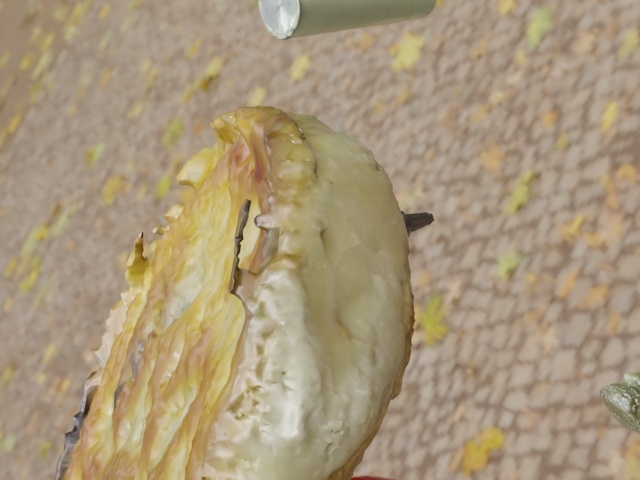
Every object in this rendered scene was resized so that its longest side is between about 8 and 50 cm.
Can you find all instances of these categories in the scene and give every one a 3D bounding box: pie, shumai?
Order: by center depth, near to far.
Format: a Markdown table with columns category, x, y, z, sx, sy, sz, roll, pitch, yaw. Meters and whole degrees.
| category | x | y | z | sx | sy | sz | roll | pitch | yaw |
| --- | --- | --- | --- | --- | --- | --- | --- | --- | --- |
| pie | -0.053 | 0.083 | 0.672 | 0.315 | 0.092 | 0.315 | -57 | 18 | 31 |
| shumai | 0.412 | 0.201 | 1.972 | 0.083 | 0.082 | 0.080 | 40 | 80 | 23 |

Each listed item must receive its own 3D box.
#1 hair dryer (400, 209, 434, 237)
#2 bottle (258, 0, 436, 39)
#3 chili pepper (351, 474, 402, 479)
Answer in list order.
| category | x | y | z | sx | sy | sz | roll | pitch | yaw |
| --- | --- | --- | --- | --- | --- | --- | --- | --- | --- |
| hair dryer | 0.000 | 0.000 | 1.662 | 0.114 | 0.248 | 0.070 | 162 | 92 | -77 |
| bottle | 0.032 | -0.265 | 1.666 | 0.072 | 0.202 | 0.072 | 19 | 116 | 47 |
| chili pepper | 0.101 | 0.256 | 1.259 | 0.110 | 0.388 | 0.110 | -171 | 90 | -85 |
